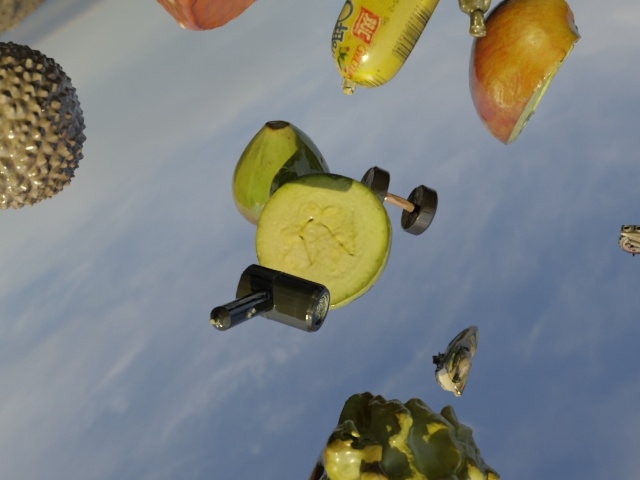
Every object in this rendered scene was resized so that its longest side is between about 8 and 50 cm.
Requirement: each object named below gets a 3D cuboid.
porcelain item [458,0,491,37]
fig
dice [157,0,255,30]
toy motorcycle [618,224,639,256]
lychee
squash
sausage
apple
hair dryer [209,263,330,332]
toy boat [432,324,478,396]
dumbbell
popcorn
[{"bbox_3d":[0.302,-0.502,1.368,0.081,0.216,0.069,4,172,-15],"label":"porcelain item"},{"bbox_3d":[-0.073,-0.128,1.438,0.230,0.207,0.207,-55,-171,39],"label":"fig"},{"bbox_3d":[-0.154,-0.382,0.848,0.174,0.179,0.175,-44,174,-7],"label":"dice"},{"bbox_3d":[0.750,-0.006,1.495,0.215,0.122,0.080,3,-130,31],"label":"toy motorcycle"},{"bbox_3d":[-0.741,-0.261,1.628,0.380,0.380,0.432,-31,-111,6],"label":"lychee"},{"bbox_3d":[0.000,0.000,1.248,0.252,0.252,0.049,-35,162,-1],"label":"squash"},{"bbox_3d":[0.116,-0.372,1.027,0.347,0.123,0.123,-61,-155,8],"label":"sausage"},{"bbox_3d":[0.405,-0.345,1.457,0.179,0.346,0.254,4,-120,-7],"label":"apple"},{"bbox_3d":[-0.081,0.088,0.930,0.124,0.072,0.219,15,-169,22],"label":"hair dryer"},{"bbox_3d":[0.299,0.242,1.497,0.066,0.084,0.210,-19,-163,39],"label":"toy boat"},{"bbox_3d":[0.226,-0.118,2.098,0.152,0.218,0.153,-160,-90,-78],"label":"dumbbell"},{"bbox_3d":[0.127,0.402,1.062,0.312,0.312,0.312,-27,-153,15],"label":"popcorn"}]
